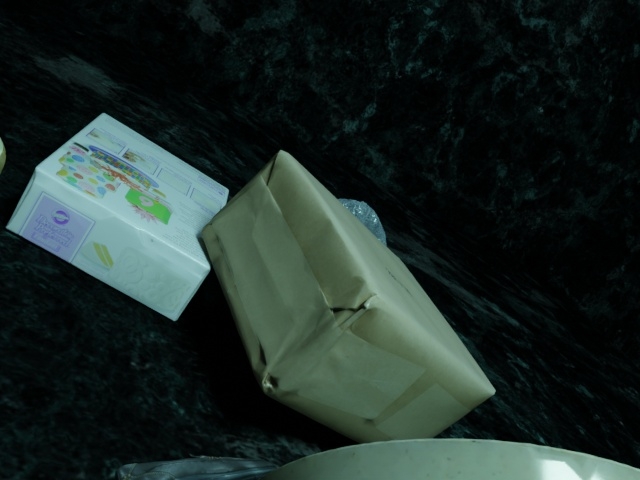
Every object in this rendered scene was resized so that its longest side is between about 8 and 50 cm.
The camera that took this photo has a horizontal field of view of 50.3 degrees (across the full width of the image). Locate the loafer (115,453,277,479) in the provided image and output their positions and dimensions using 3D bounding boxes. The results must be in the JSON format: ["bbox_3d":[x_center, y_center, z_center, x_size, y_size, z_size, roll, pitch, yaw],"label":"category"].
[{"bbox_3d":[-0.105,0.215,0.615,0.061,0.062,0.170,41,15,35],"label":"loafer"}]

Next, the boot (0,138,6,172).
[{"bbox_3d":[-0.504,-0.154,0.831,0.213,0.077,0.165,45,21,28],"label":"boot"}]

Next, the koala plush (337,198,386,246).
[{"bbox_3d":[0.000,0.000,1.241,0.196,0.203,0.221,28,6,-26],"label":"koala plush"}]

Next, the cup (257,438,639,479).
[{"bbox_3d":[0.089,0.300,0.397,0.331,0.331,0.237,30,44,-20],"label":"cup"}]

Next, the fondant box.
[{"bbox_3d":[-0.265,-0.050,0.977,0.238,0.096,0.330,32,16,-14],"label":"fondant box"}]

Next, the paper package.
[{"bbox_3d":[0.032,0.089,0.886,0.325,0.168,0.309,40,14,-43],"label":"paper package"}]
